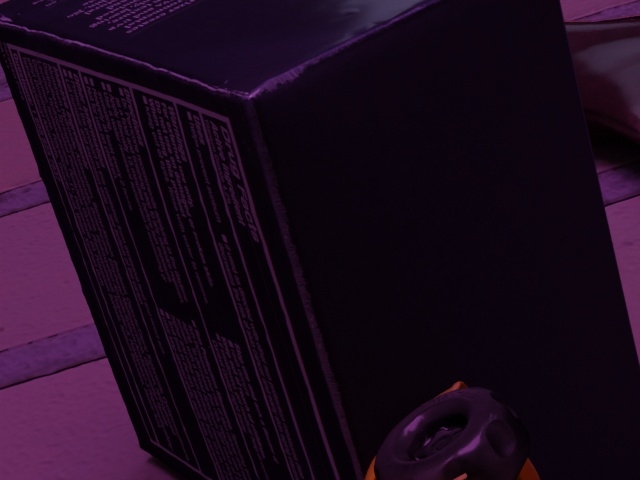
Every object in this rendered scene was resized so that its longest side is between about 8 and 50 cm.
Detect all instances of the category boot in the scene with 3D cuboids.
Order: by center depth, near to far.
[{"bbox_3d":[0.190,-0.109,1.261,0.248,0.090,0.207,-17,22,-8],"label":"boot"}]

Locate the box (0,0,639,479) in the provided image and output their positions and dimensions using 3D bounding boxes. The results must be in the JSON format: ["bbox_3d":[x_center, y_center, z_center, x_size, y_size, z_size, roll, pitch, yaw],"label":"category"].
[{"bbox_3d":[0.000,0.000,0.911,0.182,0.296,0.294,-28,27,-23],"label":"box"}]

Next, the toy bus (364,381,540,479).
[{"bbox_3d":[0.026,0.188,0.706,0.211,0.149,0.220,-30,20,10],"label":"toy bus"}]
